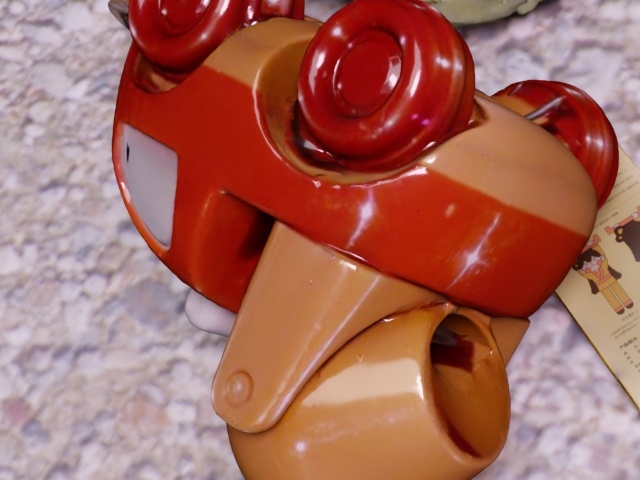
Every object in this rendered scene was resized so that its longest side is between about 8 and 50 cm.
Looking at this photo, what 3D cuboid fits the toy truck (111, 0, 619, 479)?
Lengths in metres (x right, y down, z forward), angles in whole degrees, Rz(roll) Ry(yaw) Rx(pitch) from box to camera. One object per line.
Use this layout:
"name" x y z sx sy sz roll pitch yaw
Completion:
"toy truck" 0.000 0.000 0.772 0.265 0.189 0.239 30 97 40

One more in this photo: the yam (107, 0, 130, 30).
"yam" -0.025 -0.261 0.990 0.327 0.045 0.045 -58 27 -15

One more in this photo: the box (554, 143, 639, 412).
"box" 0.151 0.013 0.801 0.073 0.020 0.149 -33 58 3

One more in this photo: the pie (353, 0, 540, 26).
"pie" 0.058 -0.248 0.915 0.306 0.071 0.306 -3 63 5
